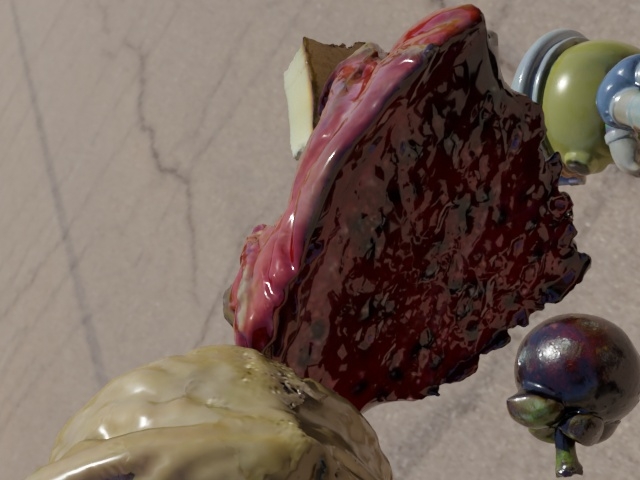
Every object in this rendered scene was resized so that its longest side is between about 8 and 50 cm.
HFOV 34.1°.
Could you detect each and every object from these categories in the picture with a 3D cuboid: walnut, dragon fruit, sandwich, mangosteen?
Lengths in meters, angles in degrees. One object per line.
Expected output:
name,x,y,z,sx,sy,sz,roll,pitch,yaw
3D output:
walnut,-0.051,0.156,0.446,0.198,0.198,0.245,-96,25,-46
dragon fruit,-0.006,-0.004,0.780,0.329,0.286,0.228,-41,42,-11
sandwich,0.052,-0.139,1.132,0.058,0.193,0.162,-38,47,42
mangosteen,0.316,0.178,1.305,0.184,0.172,0.172,-41,12,-37

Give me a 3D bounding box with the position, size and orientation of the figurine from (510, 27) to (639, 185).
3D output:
figurine,0.382,-0.202,1.366,0.224,0.205,0.382,-59,10,-14
